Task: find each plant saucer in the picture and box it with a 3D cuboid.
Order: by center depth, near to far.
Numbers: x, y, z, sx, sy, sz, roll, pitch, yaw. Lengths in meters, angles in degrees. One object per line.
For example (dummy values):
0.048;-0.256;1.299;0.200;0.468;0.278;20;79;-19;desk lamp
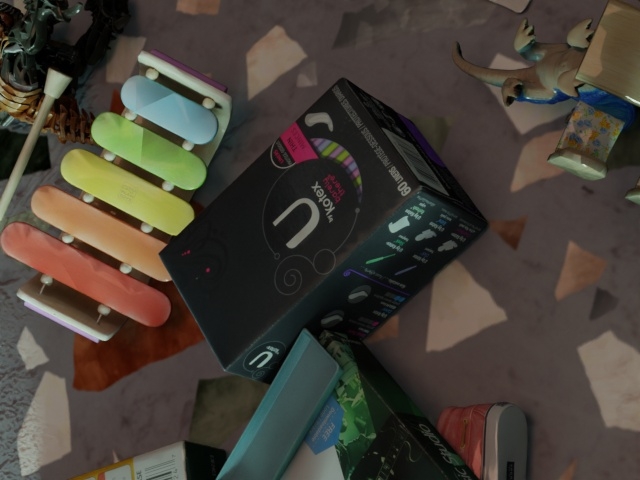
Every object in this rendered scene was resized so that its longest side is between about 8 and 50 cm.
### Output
-0.039;0.181;1.484;0.067;0.018;0.192;46;112;43;plant saucer

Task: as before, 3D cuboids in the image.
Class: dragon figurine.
0.251;-0.149;1.446;0.289;0.144;0.085;-1;76;54;dragon figurine

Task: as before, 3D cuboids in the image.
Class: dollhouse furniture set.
0.338;-0.121;1.264;0.242;0.161;0.212;24;90;0;dollhouse furniture set

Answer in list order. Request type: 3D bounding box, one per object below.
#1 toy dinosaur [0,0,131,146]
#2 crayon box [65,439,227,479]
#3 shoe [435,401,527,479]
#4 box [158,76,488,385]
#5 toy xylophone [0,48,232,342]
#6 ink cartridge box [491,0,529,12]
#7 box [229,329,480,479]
-0.328;-0.216;1.848;0.322;0.164;0.218;35;111;14;toy dinosaur
-0.235;0.353;1.620;0.323;0.083;0.203;-21;65;26;crayon box
0.142;0.238;1.420;0.081;0.063;0.178;-7;74;43;shoe
0.000;0.000;1.533;0.270;0.143;0.165;-44;56;16;box
-0.237;-0.058;1.699;0.236;0.081;0.322;19;92;4;toy xylophone
0.198;-0.342;1.552;0.115;0.067;0.198;31;94;36;ink cartridge box
0.042;0.270;1.429;0.322;0.058;0.232;47;114;41;box
